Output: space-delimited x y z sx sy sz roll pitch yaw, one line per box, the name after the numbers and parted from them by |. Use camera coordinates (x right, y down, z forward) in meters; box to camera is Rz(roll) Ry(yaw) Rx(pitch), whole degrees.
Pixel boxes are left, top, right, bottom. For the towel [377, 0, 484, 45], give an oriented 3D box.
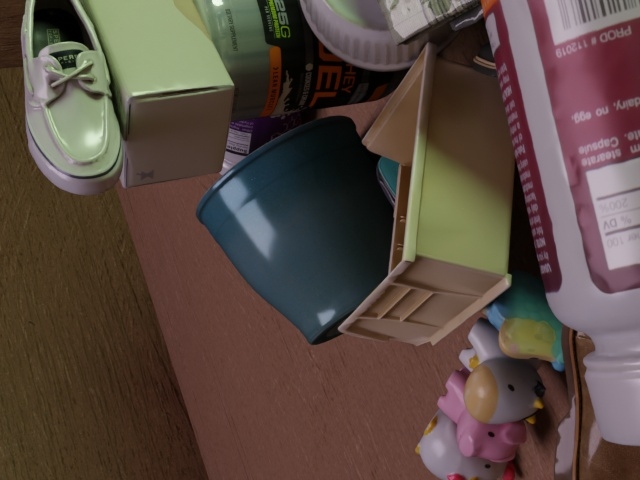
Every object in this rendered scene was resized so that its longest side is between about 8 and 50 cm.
0.146 -0.387 1.015 0.312 0.056 0.324 -23 82 35 | towel

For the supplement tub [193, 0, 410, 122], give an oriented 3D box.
-0.020 -0.260 1.330 0.193 0.316 0.193 168 90 -69 | supplement tub

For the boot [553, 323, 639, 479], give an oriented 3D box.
0.303 0.123 1.039 0.115 0.112 0.305 6 104 37 | boot

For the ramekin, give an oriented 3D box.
0.074 -0.300 1.168 0.109 0.207 0.207 31 -133 -86 | ramekin

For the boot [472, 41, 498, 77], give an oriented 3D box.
0.232 -0.230 1.053 0.198 0.077 0.137 13 109 53 | boot

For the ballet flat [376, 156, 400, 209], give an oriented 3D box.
0.137 -0.029 1.404 0.203 0.074 0.074 65 156 20 | ballet flat

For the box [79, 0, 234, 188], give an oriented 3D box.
-0.212 -0.224 1.228 0.148 0.121 0.311 107 145 -49 | box

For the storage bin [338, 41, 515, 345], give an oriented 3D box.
0.121 -0.038 1.215 0.260 0.123 0.262 127 154 -63 | storage bin

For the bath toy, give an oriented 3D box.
0.208 0.196 1.252 0.129 0.151 0.348 31 141 15 | bath toy

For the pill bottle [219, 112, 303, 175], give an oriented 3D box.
-0.112 -0.254 1.763 0.323 0.182 0.181 102 149 -47 | pill bottle

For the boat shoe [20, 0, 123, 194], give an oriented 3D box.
-0.264 -0.170 1.103 0.088 0.096 0.267 105 155 -53 | boat shoe

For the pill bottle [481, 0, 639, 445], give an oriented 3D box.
0.269 -0.055 0.814 0.224 0.224 0.392 160 98 -69 | pill bottle

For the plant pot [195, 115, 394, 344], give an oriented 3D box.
0.000 0.000 1.525 0.255 0.272 0.271 58 154 12 | plant pot
